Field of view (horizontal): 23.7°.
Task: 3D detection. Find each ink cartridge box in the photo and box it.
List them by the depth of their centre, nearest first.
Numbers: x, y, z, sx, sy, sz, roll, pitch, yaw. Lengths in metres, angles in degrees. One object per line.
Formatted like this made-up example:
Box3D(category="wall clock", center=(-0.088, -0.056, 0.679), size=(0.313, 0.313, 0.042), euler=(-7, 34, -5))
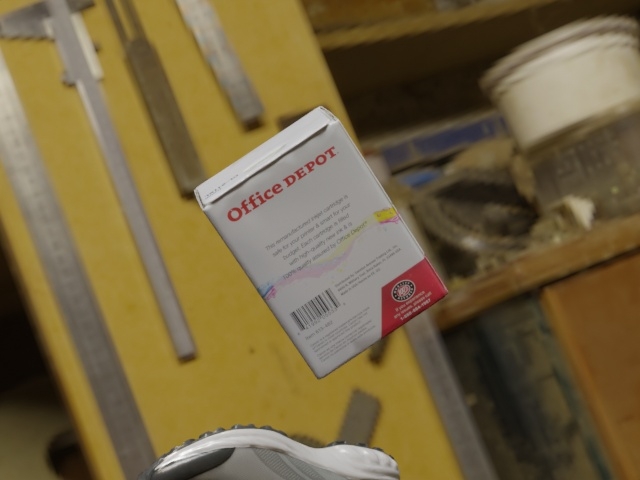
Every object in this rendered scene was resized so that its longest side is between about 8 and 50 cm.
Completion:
Box3D(category="ink cartridge box", center=(0.000, 0.000, 1.219), size=(0.127, 0.175, 0.072), euler=(-33, 18, -1))

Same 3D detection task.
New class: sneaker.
Box3D(category="sneaker", center=(-0.037, 0.234, 1.361), size=(0.271, 0.108, 0.100), euler=(11, -39, -29))
